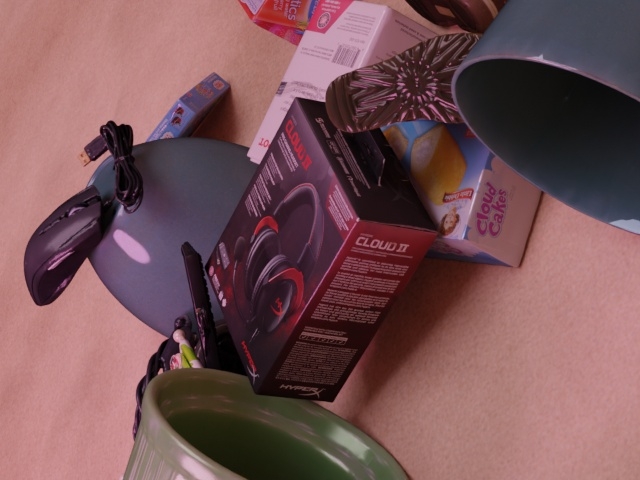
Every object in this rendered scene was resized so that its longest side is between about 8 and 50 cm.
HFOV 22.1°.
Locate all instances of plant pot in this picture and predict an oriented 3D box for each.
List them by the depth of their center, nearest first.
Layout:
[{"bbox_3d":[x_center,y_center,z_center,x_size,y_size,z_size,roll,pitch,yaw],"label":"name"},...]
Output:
[{"bbox_3d":[0.301,-0.173,1.498,0.293,0.293,0.235,4,60,57],"label":"plant pot"},{"bbox_3d":[-0.216,-0.023,2.235,0.290,0.195,0.290,-34,44,41],"label":"plant pot"}]

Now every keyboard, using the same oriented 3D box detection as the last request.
[{"bbox_3d":[-0.137,0.097,1.955,0.108,0.023,0.180,-124,22,-75],"label":"keyboard"}]

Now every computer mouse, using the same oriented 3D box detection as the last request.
[{"bbox_3d":[-0.333,-0.047,2.178,0.262,0.060,0.184,-45,38,30],"label":"computer mouse"}]

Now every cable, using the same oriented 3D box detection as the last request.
[{"bbox_3d":[-0.209,0.195,2.148,0.150,0.047,0.184,105,-175,-59],"label":"cable"}]

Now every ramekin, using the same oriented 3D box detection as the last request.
[{"bbox_3d":[-0.069,0.272,1.734,0.303,0.303,0.148,45,115,57],"label":"ramekin"}]

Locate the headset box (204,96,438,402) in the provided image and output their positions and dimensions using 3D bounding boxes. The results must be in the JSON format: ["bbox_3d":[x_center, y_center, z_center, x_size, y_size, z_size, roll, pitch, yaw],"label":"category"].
[{"bbox_3d":[0.000,0.000,1.822,0.293,0.110,0.218,-59,37,31],"label":"headset box"}]

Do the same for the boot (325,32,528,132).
[{"bbox_3d":[0.157,-0.185,1.761,0.236,0.269,0.089,-4,100,31],"label":"boot"}]

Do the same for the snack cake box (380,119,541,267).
[{"bbox_3d":[0.133,-0.061,1.843,0.264,0.089,0.152,5,73,57],"label":"snack cake box"}]

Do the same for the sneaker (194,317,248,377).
[{"bbox_3d":[-0.144,0.218,2.091,0.106,0.101,0.267,-94,29,-79],"label":"sneaker"}]

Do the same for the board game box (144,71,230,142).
[{"bbox_3d":[-0.229,-0.143,2.407,0.211,0.039,0.160,-50,1,25],"label":"board game box"}]

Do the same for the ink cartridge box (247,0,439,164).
[{"bbox_3d":[0.028,-0.177,2.063,0.172,0.100,0.237,24,89,58],"label":"ink cartridge box"}]

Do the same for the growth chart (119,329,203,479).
[{"bbox_3d":[-0.180,0.248,1.962,0.172,0.021,0.237,46,118,54],"label":"growth chart"}]

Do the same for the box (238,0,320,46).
[{"bbox_3d":[-0.050,-0.383,2.293,0.128,0.122,0.257,-55,33,17],"label":"box"}]

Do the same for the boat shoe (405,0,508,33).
[{"bbox_3d":[0.169,-0.314,1.977,0.095,0.095,0.257,-41,31,-5],"label":"boat shoe"}]
